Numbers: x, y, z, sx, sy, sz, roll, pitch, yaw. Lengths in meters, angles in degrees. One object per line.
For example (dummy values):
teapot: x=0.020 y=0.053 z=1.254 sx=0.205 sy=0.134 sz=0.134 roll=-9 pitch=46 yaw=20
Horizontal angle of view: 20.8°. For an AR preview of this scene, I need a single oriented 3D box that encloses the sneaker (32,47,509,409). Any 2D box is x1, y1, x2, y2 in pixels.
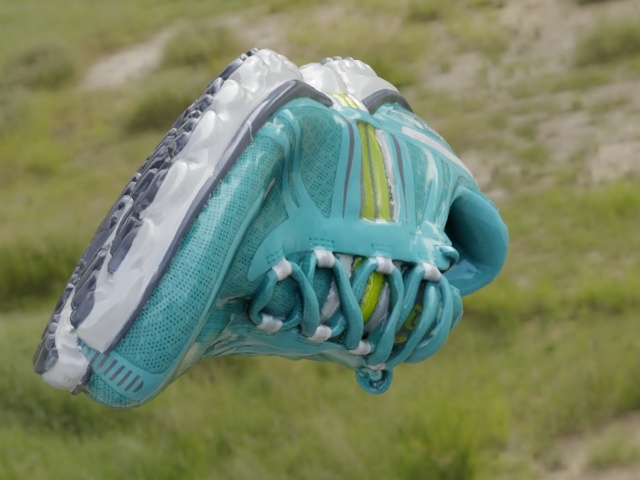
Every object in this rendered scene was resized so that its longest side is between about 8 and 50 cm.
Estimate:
sneaker: x=0.000 y=0.000 z=0.596 sx=0.110 sy=0.107 sz=0.275 roll=41 pitch=23 yaw=9
